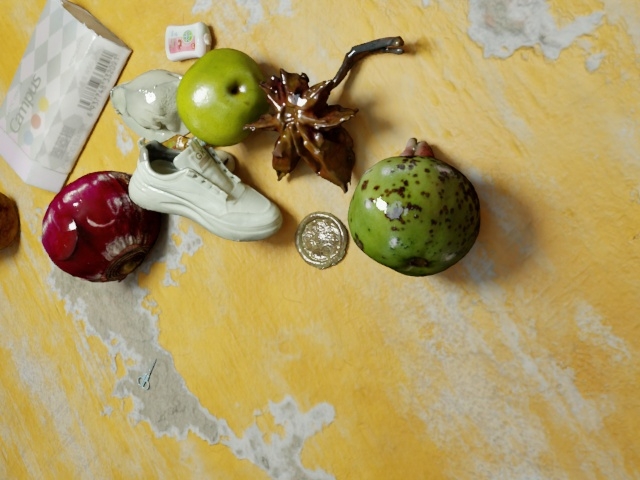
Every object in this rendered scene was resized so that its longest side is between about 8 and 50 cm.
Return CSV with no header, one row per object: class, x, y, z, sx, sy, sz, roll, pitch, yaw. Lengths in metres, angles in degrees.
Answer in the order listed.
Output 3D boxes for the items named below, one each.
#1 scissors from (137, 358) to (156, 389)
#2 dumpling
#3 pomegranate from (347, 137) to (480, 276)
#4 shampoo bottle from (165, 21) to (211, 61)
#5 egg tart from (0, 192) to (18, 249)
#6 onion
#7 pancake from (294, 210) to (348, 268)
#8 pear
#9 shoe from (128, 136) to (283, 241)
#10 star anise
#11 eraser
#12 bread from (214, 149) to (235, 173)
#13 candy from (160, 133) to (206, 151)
scissors,-0.387,0.299,1.423,0.036,0.006,0.083,37,110,19
dumpling,-0.329,-0.269,1.297,0.181,0.111,0.155,24,138,34
pomegranate,0.152,-0.065,1.017,0.214,0.214,0.248,-13,50,28
shampoo bottle,-0.263,-0.401,1.276,0.099,0.043,0.072,4,96,28
egg tart,-0.847,-0.050,1.541,0.147,0.202,0.203,-3,93,19
onion,-0.460,-0.043,1.320,0.207,0.206,0.216,-42,76,24
pancake,0.001,0.000,1.188,0.114,0.011,0.115,4,97,29
pear,-0.185,-0.263,1.193,0.166,0.216,0.180,27,80,-15
shoe,-0.217,-0.114,1.180,0.316,0.124,0.159,14,131,10
star anise,0.013,-0.223,1.096,0.237,0.148,0.346,41,111,-5
eraser,-0.604,-0.325,1.442,0.213,0.082,0.397,42,112,19
bread,-0.268,-0.131,1.298,0.214,0.053,0.073,-16,91,28
candy,-0.296,-0.190,1.312,0.182,0.046,0.053,-17,90,33
